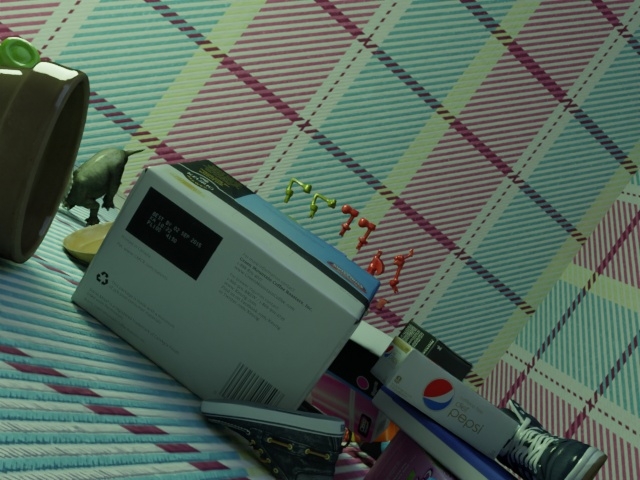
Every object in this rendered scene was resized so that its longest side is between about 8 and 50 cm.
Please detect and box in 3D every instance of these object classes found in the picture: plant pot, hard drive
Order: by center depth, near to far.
[{"bbox_3d":[-0.448,-0.125,0.994,0.229,0.263,0.263,17,2,-9],"label":"plant pot"},{"bbox_3d":[0.235,0.337,1.125,0.318,0.040,0.210,34,-3,45],"label":"hard drive"},{"bbox_3d":[-0.333,0.003,1.379,0.236,0.032,0.236,-2,15,1],"label":"plant pot"}]

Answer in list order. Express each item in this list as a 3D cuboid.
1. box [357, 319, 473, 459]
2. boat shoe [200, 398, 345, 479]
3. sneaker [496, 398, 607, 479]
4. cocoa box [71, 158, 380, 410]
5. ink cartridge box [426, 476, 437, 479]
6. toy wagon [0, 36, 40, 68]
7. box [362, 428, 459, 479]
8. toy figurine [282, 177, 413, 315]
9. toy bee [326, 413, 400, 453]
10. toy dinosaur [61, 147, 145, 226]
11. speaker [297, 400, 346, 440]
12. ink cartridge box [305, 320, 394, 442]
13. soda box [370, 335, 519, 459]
[{"bbox_3d":[0.170,0.311,1.593,0.103,0.261,0.184,37,-1,-10],"label":"box"},{"bbox_3d":[-0.065,0.248,0.958,0.183,0.083,0.065,9,-6,7],"label":"boat shoe"},{"bbox_3d":[0.317,0.308,1.143,0.153,0.099,0.282,41,-8,18],"label":"sneaker"},{"bbox_3d":[-0.124,0.072,1.124,0.347,0.231,0.228,35,14,4],"label":"cocoa box"},{"bbox_3d":[0.074,0.281,0.604,0.086,0.148,0.203,37,-2,13],"label":"ink cartridge box"},{"bbox_3d":[-0.565,-0.227,1.084,0.344,0.068,0.267,14,-31,-38],"label":"toy wagon"},{"bbox_3d":[0.196,0.406,1.128,0.213,0.117,0.243,36,-2,-8],"label":"box"},{"bbox_3d":[0.000,0.000,1.627,0.362,0.191,0.217,35,3,16],"label":"toy figurine"},{"bbox_3d":[0.116,0.333,1.436,0.298,0.195,0.162,26,-23,-17],"label":"toy bee"},{"bbox_3d":[-0.492,-0.136,1.722,0.121,0.313,0.160,47,-36,18],"label":"toy dinosaur"},{"bbox_3d":[-0.029,0.283,1.231,0.136,0.055,0.055,37,-1,-5],"label":"speaker"},{"bbox_3d":[-0.030,0.171,1.320,0.371,0.176,0.069,30,37,28],"label":"ink cartridge box"},{"bbox_3d":[0.181,0.230,1.136,0.216,0.069,0.074,36,-2,-17],"label":"soda box"}]
